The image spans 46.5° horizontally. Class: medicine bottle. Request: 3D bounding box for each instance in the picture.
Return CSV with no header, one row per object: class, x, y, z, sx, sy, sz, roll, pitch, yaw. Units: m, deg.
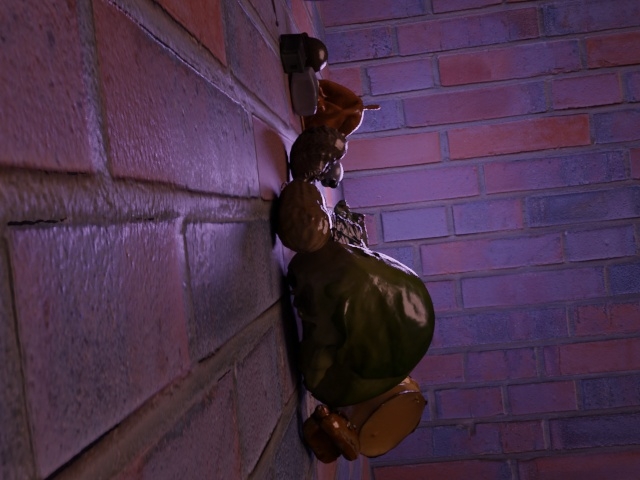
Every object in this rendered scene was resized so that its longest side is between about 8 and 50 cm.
medicine bottle,-0.040,-0.411,2.027,0.183,0.070,0.119,-80,162,-68

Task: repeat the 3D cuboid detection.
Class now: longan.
longan,-0.029,-0.548,2.168,0.106,0.106,0.119,-21,89,-85

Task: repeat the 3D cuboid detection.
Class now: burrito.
burrito,0.080,0.004,2.133,0.144,0.089,0.228,30,46,-46

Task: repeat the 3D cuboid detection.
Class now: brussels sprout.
brussels sprout,0.076,0.164,1.572,0.276,0.315,0.371,-129,-160,-55

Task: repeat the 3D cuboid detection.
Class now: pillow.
pillow,0.032,0.009,1.958,0.256,0.034,0.188,27,57,-48

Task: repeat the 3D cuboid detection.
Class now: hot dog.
hot dog,0.023,0.414,1.582,0.269,0.109,0.072,72,11,-55

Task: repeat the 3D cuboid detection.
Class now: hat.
hat,0.062,-0.397,2.228,0.233,0.233,0.244,78,9,-56

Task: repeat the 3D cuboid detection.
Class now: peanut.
peanut,-0.037,-0.049,1.491,0.120,0.110,0.236,59,8,-22

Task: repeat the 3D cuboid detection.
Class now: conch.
conch,-0.012,-0.185,1.769,0.155,0.130,0.207,69,39,-55

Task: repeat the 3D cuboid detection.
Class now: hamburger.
hamburger,0.151,0.463,2.178,0.237,0.276,0.276,49,-22,42

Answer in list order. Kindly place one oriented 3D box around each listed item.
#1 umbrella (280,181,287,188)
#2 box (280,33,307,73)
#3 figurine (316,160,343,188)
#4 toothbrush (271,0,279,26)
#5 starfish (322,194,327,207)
umbrella,-0.068,-0.092,1.644,0.022,0.022,0.148,-50,160,-14
box,-0.069,-0.464,1.854,0.084,0.060,0.063,77,17,-56
figurine,0.018,-0.232,2.374,0.147,0.094,0.197,63,6,20
toothbrush,-0.109,-0.549,1.763,0.097,0.006,0.008,78,12,-48
starfish,-0.025,-0.045,1.728,0.190,0.074,0.146,-39,136,-83
